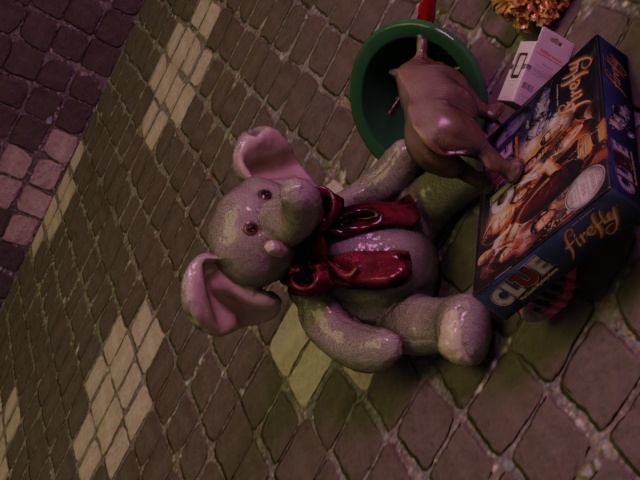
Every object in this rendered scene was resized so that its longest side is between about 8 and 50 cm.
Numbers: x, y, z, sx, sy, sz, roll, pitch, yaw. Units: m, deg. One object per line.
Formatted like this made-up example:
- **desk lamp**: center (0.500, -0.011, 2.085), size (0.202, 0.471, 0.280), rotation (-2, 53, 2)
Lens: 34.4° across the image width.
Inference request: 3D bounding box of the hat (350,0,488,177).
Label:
- **hat**: center (0.151, -0.197, 1.223), size (0.173, 0.183, 0.208), rotation (19, 119, 25)

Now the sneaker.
- **sneaker**: center (0.211, 0.020, 0.958), size (0.119, 0.047, 0.057), rotation (-63, 21, -5)

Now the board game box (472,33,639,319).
- **board game box**: center (0.212, -0.062, 0.940), size (0.165, 0.042, 0.243), rotation (-45, 19, 37)

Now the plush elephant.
- **plush elephant**: center (0.000, 0.000, 1.110), size (0.330, 0.255, 0.272), rotation (-24, 50, 53)

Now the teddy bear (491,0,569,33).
- **teddy bear**: center (0.272, -0.370, 1.049), size (0.338, 0.113, 0.245), rotation (-30, 48, 50)

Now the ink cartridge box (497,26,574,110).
- **ink cartridge box**: center (0.222, -0.172, 1.062), size (0.028, 0.048, 0.083), rotation (22, 89, 62)

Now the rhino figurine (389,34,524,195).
- **rhino figurine**: center (0.122, -0.134, 1.025), size (0.073, 0.106, 0.243), rotation (-55, 22, 28)
